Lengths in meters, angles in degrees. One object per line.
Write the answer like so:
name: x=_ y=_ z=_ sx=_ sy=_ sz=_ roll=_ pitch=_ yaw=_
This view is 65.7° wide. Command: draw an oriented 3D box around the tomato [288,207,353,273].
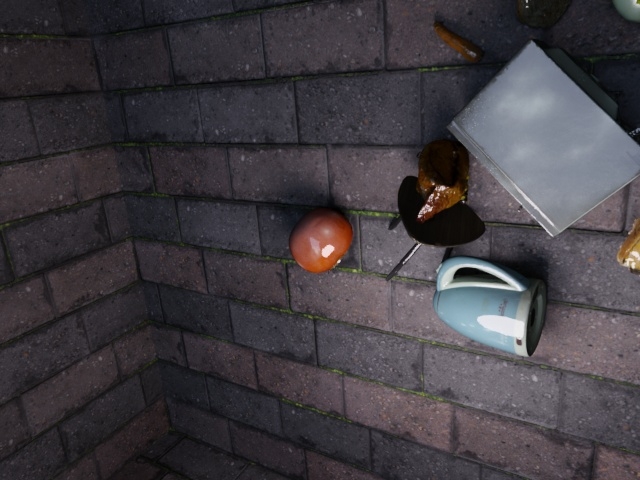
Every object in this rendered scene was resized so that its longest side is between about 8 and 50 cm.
tomato: x=0.000 y=0.000 z=1.885 sx=0.224 sy=0.256 sz=0.256 roll=39 pitch=126 yaw=-5

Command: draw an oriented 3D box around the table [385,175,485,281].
table: x=0.359 y=-0.004 z=1.686 sx=0.317 sy=0.317 sz=0.249 roll=39 pitch=137 yaw=14

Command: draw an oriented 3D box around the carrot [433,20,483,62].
carrot: x=0.415 y=-0.608 z=1.516 sx=0.191 sy=0.047 sz=0.047 roll=44 pitch=125 yaw=18

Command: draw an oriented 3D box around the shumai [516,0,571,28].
shumai: x=0.578 y=-0.685 z=1.334 sx=0.161 sy=0.209 sz=0.153 roll=-36 pitch=48 yaw=2

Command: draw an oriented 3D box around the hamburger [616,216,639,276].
hamburger: x=1.015 y=-0.021 z=1.219 sx=0.445 sy=0.268 sz=0.287 roll=17 pitch=118 yaw=31

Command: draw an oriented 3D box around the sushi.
sushi: x=0.386 y=-0.197 z=1.562 sx=0.166 sy=0.297 sz=0.179 roll=0 pitch=146 yaw=12

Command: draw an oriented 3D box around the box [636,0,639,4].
box: x=0.897 y=-0.593 z=1.099 sx=0.334 sy=0.047 sz=0.187 roll=6 pitch=116 yaw=-10

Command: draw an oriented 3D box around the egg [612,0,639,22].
egg: x=0.790 y=-0.647 z=1.183 sx=0.167 sy=0.168 sz=0.231 roll=16 pitch=120 yaw=27

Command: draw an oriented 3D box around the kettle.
kettle: x=0.531 y=0.188 z=1.622 sx=0.341 sy=0.247 sz=0.320 roll=10 pitch=125 yaw=36

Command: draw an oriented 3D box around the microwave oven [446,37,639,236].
microwave oven: x=0.637 y=-0.294 z=1.373 sx=0.432 sy=0.236 sz=0.374 roll=49 pitch=126 yaw=7
